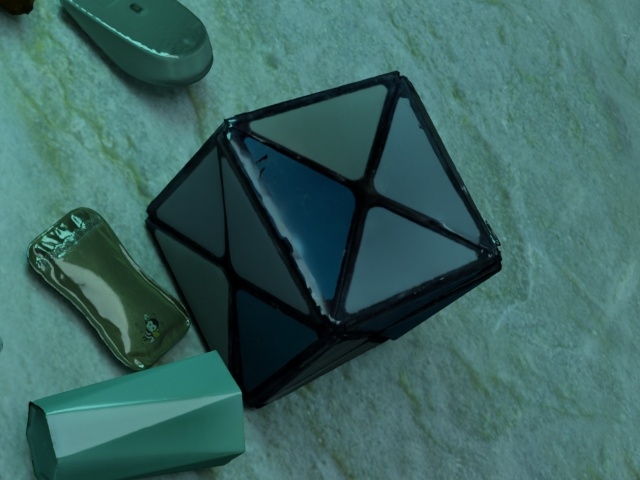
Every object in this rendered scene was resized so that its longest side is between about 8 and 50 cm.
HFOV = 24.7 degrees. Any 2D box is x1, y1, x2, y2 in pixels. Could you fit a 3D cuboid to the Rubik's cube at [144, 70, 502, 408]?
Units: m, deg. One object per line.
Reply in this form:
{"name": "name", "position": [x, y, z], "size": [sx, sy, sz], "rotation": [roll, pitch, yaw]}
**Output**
{"name": "Rubik's cube", "position": [0.000, 0.000, 1.871], "size": [0.307, 0.305, 0.310], "rotation": [-20, 79, -36]}

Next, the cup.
{"name": "cup", "position": [-0.222, 0.218, 1.735], "size": [0.235, 0.134, 0.148], "rotation": [-7, 99, -30]}

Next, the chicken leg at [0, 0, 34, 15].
{"name": "chicken leg", "position": [-0.455, -0.437, 1.919], "size": [0.295, 0.182, 0.409], "rotation": [50, 34, -17]}

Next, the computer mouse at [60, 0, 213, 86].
{"name": "computer mouse", "position": [-0.251, -0.291, 2.007], "size": [0.231, 0.079, 0.128], "rotation": [39, 48, 9]}

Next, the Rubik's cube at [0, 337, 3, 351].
{"name": "Rubik's cube", "position": [-0.566, 0.092, 1.464], "size": [0.322, 0.319, 0.316], "rotation": [-27, 82, -39]}

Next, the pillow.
{"name": "pillow", "position": [-0.267, 0.062, 1.846], "size": [0.217, 0.033, 0.130], "rotation": [49, 51, -2]}
